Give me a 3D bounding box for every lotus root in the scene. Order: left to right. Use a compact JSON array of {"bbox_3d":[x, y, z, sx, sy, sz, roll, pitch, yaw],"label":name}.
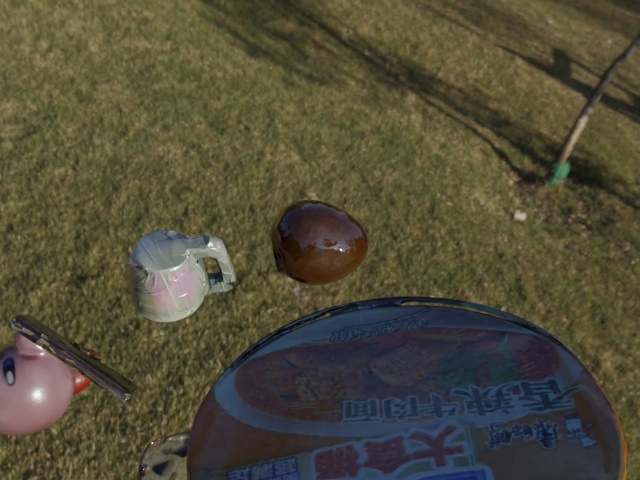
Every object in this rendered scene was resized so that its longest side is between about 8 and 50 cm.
[{"bbox_3d":[-0.374,0.579,1.656,0.170,0.074,0.261,13,42,2],"label":"lotus root"}]

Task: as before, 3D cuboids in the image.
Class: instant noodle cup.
[{"bbox_3d":[0.062,0.207,0.485,0.296,0.214,0.296,-6,26,3],"label":"instant noodle cup"}]

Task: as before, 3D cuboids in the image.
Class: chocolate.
[{"bbox_3d":[0.000,0.000,1.141,0.176,0.177,0.177,9,40,-8],"label":"chocolate"}]

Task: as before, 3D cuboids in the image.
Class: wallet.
[{"bbox_3d":[-0.412,0.195,1.108,0.232,0.122,0.031,35,80,-6],"label":"wallet"}]

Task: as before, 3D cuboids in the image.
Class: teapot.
[{"bbox_3d":[-0.305,0.073,1.407,0.221,0.178,0.163,11,48,4],"label":"teapot"}]

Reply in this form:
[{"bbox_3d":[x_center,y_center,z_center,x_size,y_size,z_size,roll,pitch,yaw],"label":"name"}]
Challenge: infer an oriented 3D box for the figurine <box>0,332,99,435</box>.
[{"bbox_3d":[-0.673,0.342,1.513,0.269,0.261,0.211,-16,61,-2],"label":"figurine"}]
